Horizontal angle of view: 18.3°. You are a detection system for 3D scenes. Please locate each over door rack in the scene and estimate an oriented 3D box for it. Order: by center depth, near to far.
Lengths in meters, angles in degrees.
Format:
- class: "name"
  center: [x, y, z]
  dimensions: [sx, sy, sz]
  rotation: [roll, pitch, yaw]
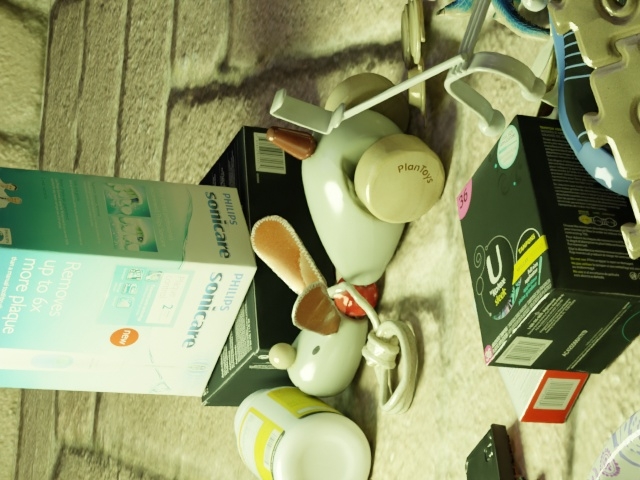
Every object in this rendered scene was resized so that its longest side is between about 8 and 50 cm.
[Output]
- class: "over door rack"
  center: [0.111, -0.205, 1.568]
  dimensions: [0.324, 0.108, 0.239]
  rotation: [-4, 63, 60]

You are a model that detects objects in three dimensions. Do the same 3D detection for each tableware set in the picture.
- class: "tableware set"
  center: [0.091, -0.198, 1.883]
  dimensions: [0.169, 0.020, 0.141]
  rotation: [90, 178, -53]

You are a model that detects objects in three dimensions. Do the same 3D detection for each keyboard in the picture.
- class: "keyboard"
  center: [0.156, 0.245, 1.663]
  dimensions: [0.108, 0.023, 0.180]
  rotation: [117, 150, -57]

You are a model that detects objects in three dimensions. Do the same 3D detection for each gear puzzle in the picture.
- class: "gear puzzle"
  center: [0.240, -0.139, 1.281]
  dimensions: [0.175, 0.044, 0.339]
  rotation: [-15, 97, 37]

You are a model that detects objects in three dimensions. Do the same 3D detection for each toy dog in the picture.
- class: "toy dog"
  center: [0.000, 0.000, 1.931]
  dimensions: [0.220, 0.161, 0.334]
  rotation: [-155, 71, -68]

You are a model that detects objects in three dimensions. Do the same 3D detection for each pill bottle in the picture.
- class: "pill bottle"
  center: [-0.026, 0.207, 2.029]
  dimensions: [0.184, 0.103, 0.103]
  rotation: [-155, 71, -68]

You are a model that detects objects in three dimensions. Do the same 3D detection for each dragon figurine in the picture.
- class: "dragon figurine"
  center: [0.144, -0.265, 1.724]
  dimensions: [0.289, 0.085, 0.144]
  rotation: [-129, 47, -63]

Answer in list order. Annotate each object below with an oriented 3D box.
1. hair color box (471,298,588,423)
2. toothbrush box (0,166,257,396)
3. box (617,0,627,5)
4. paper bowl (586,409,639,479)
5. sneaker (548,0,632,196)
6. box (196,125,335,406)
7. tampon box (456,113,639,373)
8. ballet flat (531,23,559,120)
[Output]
- class: "hair color box"
  center: [0.172, 0.076, 1.629]
  dimensions: [0.141, 0.043, 0.072]
  rotation: [-109, 32, -45]
- class: "toothbrush box"
  center: [-0.242, 0.047, 2.088]
  dimensions: [0.126, 0.295, 0.216]
  rotation: [-107, 31, -41]
- class: "box"
  center: [0.272, -0.200, 1.384]
  dimensions: [0.147, 0.077, 0.180]
  rotation: [-178, 93, -69]
- class: "paper bowl"
  center: [0.271, 0.236, 1.188]
  dimensions: [0.284, 0.148, 0.284]
  rotation: [-174, 90, -69]
- class: "sneaker"
  center: [0.223, -0.141, 1.494]
  dimensions: [0.090, 0.081, 0.232]
  rotation: [108, 158, -48]
- class: "box"
  center: [-0.064, 0.033, 2.175]
  dimensions: [0.184, 0.103, 0.261]
  rotation: [137, 133, -56]
- class: "tampon box"
  center: [0.183, 0.004, 1.535]
  dimensions: [0.120, 0.101, 0.161]
  rotation: [123, 146, -49]
- class: "ballet flat"
  center: [0.187, -0.108, 1.621]
  dimensions: [0.057, 0.052, 0.168]
  rotation: [-128, 47, -61]
